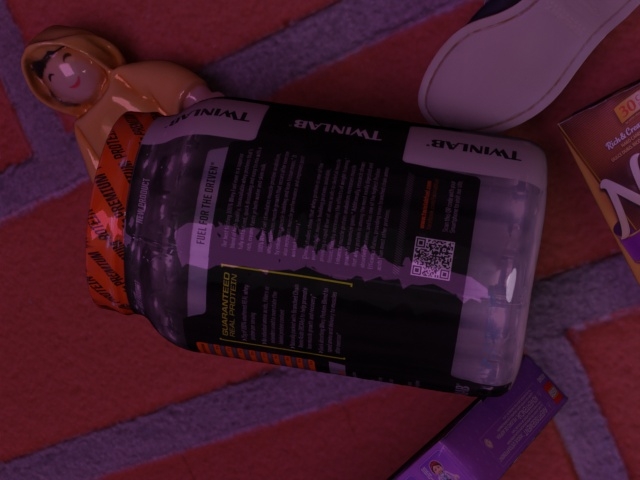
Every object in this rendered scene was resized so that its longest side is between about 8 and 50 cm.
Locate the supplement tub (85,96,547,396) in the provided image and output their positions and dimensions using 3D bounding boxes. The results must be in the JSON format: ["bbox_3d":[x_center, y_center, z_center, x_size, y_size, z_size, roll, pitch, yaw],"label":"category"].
[{"bbox_3d":[0.000,0.000,1.132,0.337,0.207,0.207,9,110,6],"label":"supplement tub"}]

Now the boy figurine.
[{"bbox_3d":[-0.157,-0.093,1.304,0.285,0.092,0.177,51,124,2],"label":"boy figurine"}]

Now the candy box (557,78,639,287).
[{"bbox_3d":[0.276,-0.035,1.112,0.109,0.053,0.187,-27,90,32],"label":"candy box"}]

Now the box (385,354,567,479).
[{"bbox_3d":[0.066,0.234,1.217,0.057,0.201,0.293,48,121,8],"label":"box"}]

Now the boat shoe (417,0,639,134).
[{"bbox_3d":[0.172,-0.175,1.107,0.095,0.079,0.254,37,129,-5],"label":"boat shoe"}]
